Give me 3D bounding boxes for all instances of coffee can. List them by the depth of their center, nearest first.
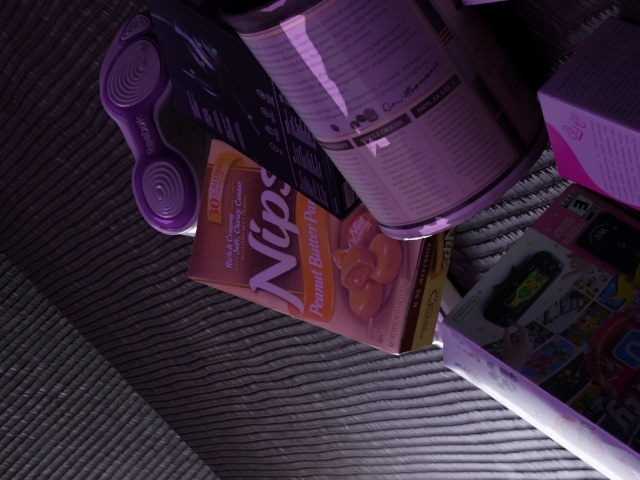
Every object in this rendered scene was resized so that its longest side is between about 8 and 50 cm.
[{"bbox_3d":[0.064,-0.167,1.515,0.275,0.201,0.201,53,158,-22],"label":"coffee can"}]

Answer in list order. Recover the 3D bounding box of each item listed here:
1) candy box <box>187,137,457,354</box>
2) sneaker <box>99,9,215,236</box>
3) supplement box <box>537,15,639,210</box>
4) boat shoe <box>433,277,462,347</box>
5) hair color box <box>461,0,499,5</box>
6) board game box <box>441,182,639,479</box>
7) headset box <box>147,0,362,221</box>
[{"bbox_3d":[0.000,0.000,1.914,0.316,0.183,0.087,18,-167,30],"label":"candy box"},{"bbox_3d":[-0.198,-0.144,2.063,0.152,0.114,0.305,22,-125,-68],"label":"sneaker"},{"bbox_3d":[0.307,-0.087,1.345,0.220,0.114,0.111,27,154,36],"label":"supplement box"},{"bbox_3d":[0.023,0.037,2.044,0.367,0.156,0.136,44,160,1],"label":"boat shoe"},{"bbox_3d":[0.164,-0.258,1.370,0.093,0.053,0.167,54,159,-22],"label":"hair color box"},{"bbox_3d":[0.304,0.107,1.565,0.303,0.224,0.097,34,155,25],"label":"board game box"},{"bbox_3d":[-0.052,-0.197,1.776,0.283,0.131,0.246,34,157,26],"label":"headset box"}]
